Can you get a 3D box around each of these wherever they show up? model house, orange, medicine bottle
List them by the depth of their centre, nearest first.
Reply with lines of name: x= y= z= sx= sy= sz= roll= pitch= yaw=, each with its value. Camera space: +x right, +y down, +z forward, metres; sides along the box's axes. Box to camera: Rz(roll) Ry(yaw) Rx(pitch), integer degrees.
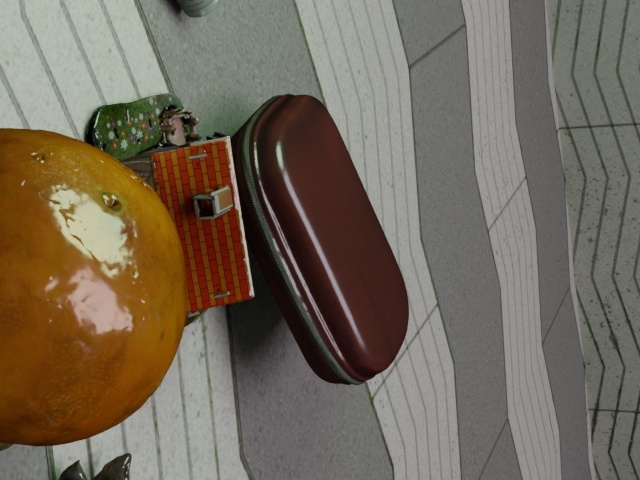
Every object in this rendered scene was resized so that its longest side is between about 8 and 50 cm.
orange: x=-0.243 y=0.036 z=0.922 sx=0.283 sy=0.226 sz=0.284 roll=33 pitch=35 yaw=-27
model house: x=-0.143 y=-0.028 z=1.263 sx=0.207 sy=0.153 sz=0.294 roll=-29 pitch=115 yaw=-60
medicine bottle: x=-0.166 y=-0.330 z=1.328 sx=0.091 sy=0.058 sz=0.058 roll=55 pitch=42 yaw=-50

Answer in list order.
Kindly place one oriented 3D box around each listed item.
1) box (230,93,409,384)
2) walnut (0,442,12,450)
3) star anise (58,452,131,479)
box: x=0.000 y=0.000 z=1.454 sx=0.404 sy=0.108 sz=0.263 roll=65 pitch=26 yaw=-18
walnut: x=-0.309 y=0.155 z=0.996 sx=0.092 sy=0.092 sz=0.092 roll=-1 pitch=90 yaw=-64
star anise: x=-0.248 y=0.344 z=1.113 sx=0.262 sy=0.081 sz=0.230 roll=-80 pitch=155 yaw=-45
